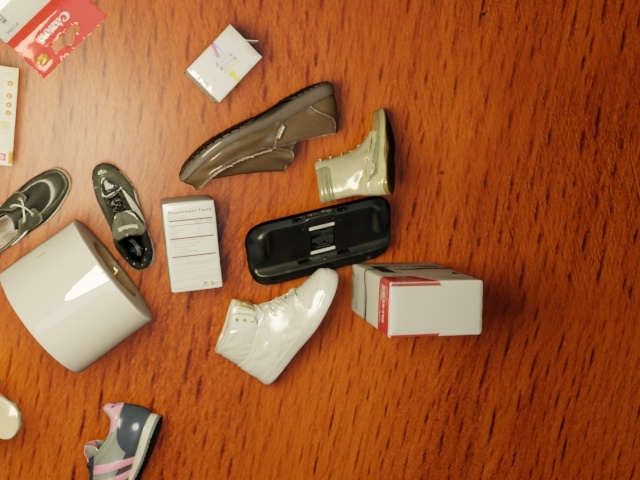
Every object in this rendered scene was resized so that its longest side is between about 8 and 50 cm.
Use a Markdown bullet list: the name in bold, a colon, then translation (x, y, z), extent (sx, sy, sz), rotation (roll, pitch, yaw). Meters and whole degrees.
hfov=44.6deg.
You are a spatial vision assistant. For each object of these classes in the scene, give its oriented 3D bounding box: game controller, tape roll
- **game controller**: translation (0.000, 0.000, 1.647), extent (0.319, 0.067, 0.166), rotation (-14, 127, -12)
- **tape roll**: translation (-0.458, 0.104, 1.483), extent (0.169, 0.246, 0.246), rotation (-36, 105, -6)

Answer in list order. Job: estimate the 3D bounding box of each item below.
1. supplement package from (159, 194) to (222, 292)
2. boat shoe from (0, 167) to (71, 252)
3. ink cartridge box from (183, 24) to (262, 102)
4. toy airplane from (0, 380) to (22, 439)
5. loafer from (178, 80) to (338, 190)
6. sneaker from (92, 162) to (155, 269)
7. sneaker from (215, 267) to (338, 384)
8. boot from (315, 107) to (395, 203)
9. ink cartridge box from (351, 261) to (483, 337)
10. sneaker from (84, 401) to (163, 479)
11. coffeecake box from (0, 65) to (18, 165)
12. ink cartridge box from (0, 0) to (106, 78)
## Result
- **supplement package**: translation (-0.264, 0.003, 1.586), extent (0.105, 0.105, 0.179), rotation (-6, 100, -12)
- **boat shoe**: translation (-0.580, -0.050, 1.516), extent (0.233, 0.079, 0.084), rotation (-42, 104, -6)
- **ink cartridge box**: translation (-0.189, -0.355, 1.552), extent (0.090, 0.092, 0.143), rotation (43, 86, -16)
- **toy airplane**: translation (-0.789, 0.248, 1.446), extent (0.384, 0.272, 0.386), rotation (-16, 66, -21)
- **loafer**: translation (-0.111, -0.189, 1.576), extent (0.366, 0.134, 0.130), rotation (-30, 104, -7)
- **sneaker**: translation (-0.387, -0.043, 1.547), extent (0.078, 0.106, 0.234), rotation (-21, 103, -10)
- **sneaker**: translation (-0.101, 0.152, 1.637), extent (0.169, 0.108, 0.292), rotation (33, 100, -17)
- **boot**: translation (0.072, -0.179, 1.643), extent (0.165, 0.213, 0.077), rotation (-9, 148, 20)
- **ink cartridge box**: translation (0.192, 0.117, 1.631), extent (0.197, 0.273, 0.114), rotation (0, 96, -14)
- **sneaker**: translation (-0.446, 0.486, 1.635), extent (0.131, 0.112, 0.319), rotation (24, 90, 1)
- **coffeecake box**: translation (-0.648, -0.238, 1.452), extent (0.142, 0.068, 0.186), rotation (2, 99, -33)
- **ink cartridge box**: translation (-0.549, -0.449, 1.470), extent (0.181, 0.056, 0.225), rotation (-45, 104, -3)
